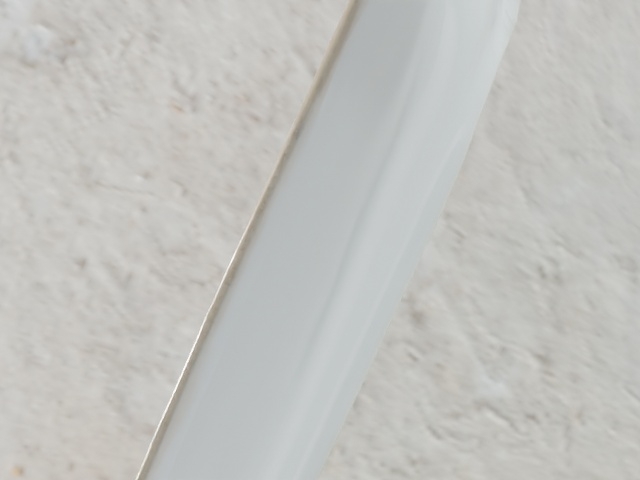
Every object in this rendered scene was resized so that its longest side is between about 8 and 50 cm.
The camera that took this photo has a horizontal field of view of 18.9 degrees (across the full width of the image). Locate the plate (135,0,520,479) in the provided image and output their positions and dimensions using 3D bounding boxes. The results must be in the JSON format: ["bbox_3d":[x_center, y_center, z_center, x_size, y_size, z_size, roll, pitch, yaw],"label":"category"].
[{"bbox_3d":[0.000,0.000,0.570,0.045,0.278,0.277,22,111,-1],"label":"plate"}]
